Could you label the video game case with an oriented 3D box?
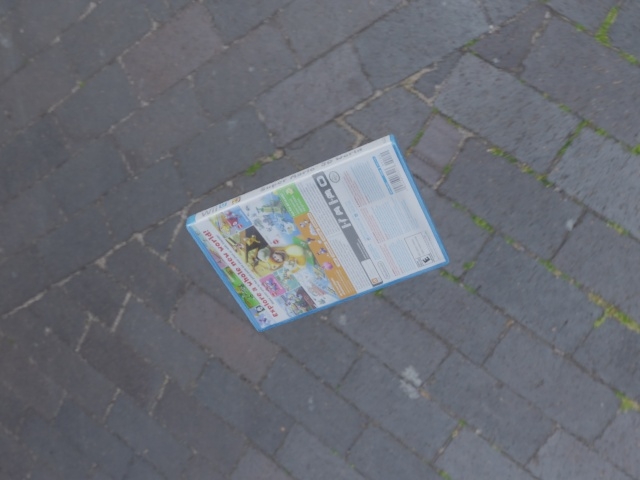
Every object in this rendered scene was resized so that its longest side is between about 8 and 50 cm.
[{"bbox_3d":[0.000,0.000,0.583,0.166,0.015,0.119,-21,124,13],"label":"video game case"}]
